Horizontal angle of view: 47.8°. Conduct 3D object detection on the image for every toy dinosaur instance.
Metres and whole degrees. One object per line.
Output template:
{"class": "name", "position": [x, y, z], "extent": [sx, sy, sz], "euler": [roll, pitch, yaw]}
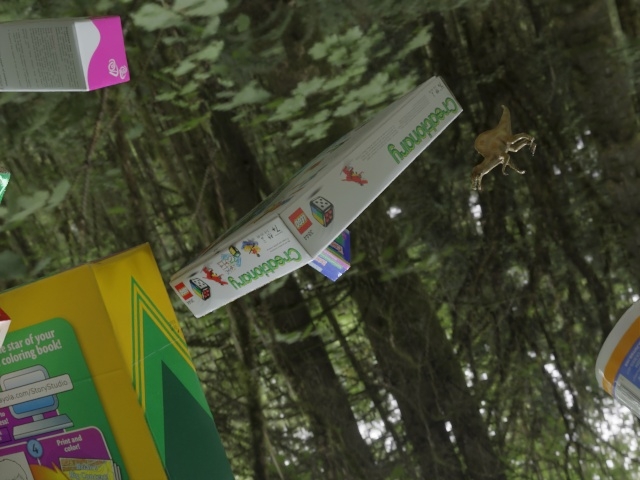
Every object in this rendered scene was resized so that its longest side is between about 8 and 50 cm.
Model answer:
{"class": "toy dinosaur", "position": [0.302, -0.163, 1.181], "extent": [0.093, 0.053, 0.183], "euler": [17, -115, 23]}

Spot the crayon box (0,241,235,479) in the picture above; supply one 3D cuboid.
{"class": "crayon box", "position": [-0.288, 0.204, 0.749], "extent": [0.363, 0.313, 0.106], "euler": [-17, -177, 24]}

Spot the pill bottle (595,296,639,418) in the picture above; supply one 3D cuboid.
{"class": "pill bottle", "position": [0.423, 0.168, 0.701], "extent": [0.152, 0.152, 0.272], "euler": [-27, -136, -21]}

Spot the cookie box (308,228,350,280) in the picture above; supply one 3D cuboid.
{"class": "cookie box", "position": [0.000, 0.000, 1.116], "extent": [0.040, 0.092, 0.107], "euler": [-47, -161, 25]}

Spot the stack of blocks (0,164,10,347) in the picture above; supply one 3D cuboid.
{"class": "stack of blocks", "position": [-0.320, 0.059, 0.505], "extent": [0.087, 0.297, 0.171], "euler": [36, -159, 26]}

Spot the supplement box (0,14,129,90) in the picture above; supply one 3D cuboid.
{"class": "supplement box", "position": [-0.446, -0.313, 1.206], "extent": [0.220, 0.114, 0.111], "euler": [5, -158, 26]}

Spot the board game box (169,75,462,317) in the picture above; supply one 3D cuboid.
{"class": "board game box", "position": [0.002, -0.051, 0.739], "extent": [0.193, 0.053, 0.305], "euler": [-28, -168, 47]}
